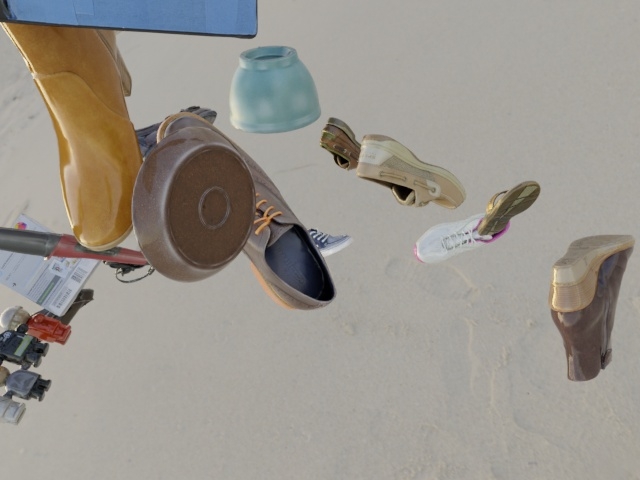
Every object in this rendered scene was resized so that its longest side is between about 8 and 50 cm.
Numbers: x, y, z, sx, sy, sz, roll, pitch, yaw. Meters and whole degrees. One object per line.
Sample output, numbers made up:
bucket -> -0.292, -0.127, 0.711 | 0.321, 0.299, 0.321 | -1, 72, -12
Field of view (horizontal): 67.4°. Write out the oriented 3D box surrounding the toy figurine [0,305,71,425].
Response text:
toy figurine -> -0.643, 0.254, 0.994 | 0.213, 0.148, 0.210 | -141, 73, -79

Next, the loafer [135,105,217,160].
loafer -> -0.357, -0.275, 1.168 | 0.109, 0.095, 0.303 | -49, 6, 36

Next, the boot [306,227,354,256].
boot -> 0.000, 0.000, 1.369 | 0.190, 0.086, 0.069 | -21, 9, 33

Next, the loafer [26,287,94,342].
loafer -> -0.661, 0.194, 1.229 | 0.220, 0.080, 0.078 | -31, 80, 13

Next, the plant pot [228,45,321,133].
plant pot -> -0.150, -0.476, 1.469 | 0.292, 0.196, 0.293 | -3, 36, 2

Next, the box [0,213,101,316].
box -> -0.599, 0.054, 1.037 | 0.145, 0.186, 0.038 | -58, 11, -8

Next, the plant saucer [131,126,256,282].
plant saucer -> -0.121, -0.035, 0.514 | 0.029, 0.168, 0.169 | 10, 62, 31

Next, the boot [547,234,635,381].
boot -> 0.486, 0.108, 0.849 | 0.248, 0.207, 0.090 | -20, 12, -33

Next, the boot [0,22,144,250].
boot -> -0.274, -0.156, 0.512 | 0.104, 0.211, 0.295 | -9, 67, 0

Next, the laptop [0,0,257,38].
laptop -> -0.138, -0.321, 0.252 | 0.236, 0.382, 0.408 | -2, 22, -11

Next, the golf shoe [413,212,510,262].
golf shoe -> 0.431, -0.015, 1.459 | 0.306, 0.115, 0.140 | -22, -1, -8

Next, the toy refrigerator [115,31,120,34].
toy refrigerator -> -0.672, -0.676, 1.304 | 0.102, 0.270, 0.094 | -42, 43, -17

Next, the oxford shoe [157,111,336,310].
oxford shoe -> -0.096, -0.046, 0.715 | 0.130, 0.364, 0.132 | -45, 15, -18

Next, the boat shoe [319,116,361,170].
boat shoe -> 0.090, -0.292, 1.638 | 0.110, 0.307, 0.105 | 22, 81, 43

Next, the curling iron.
curling iron -> -0.324, 0.015, 0.585 | 0.068, 0.274, 0.035 | -36, 59, 28

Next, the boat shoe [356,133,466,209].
boat shoe -> 0.214, -0.132, 1.142 | 0.121, 0.341, 0.110 | 7, 77, 56

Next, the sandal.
sandal -> 0.367, -0.069, 0.966 | 0.180, 0.072, 0.049 | 111, 152, -59
